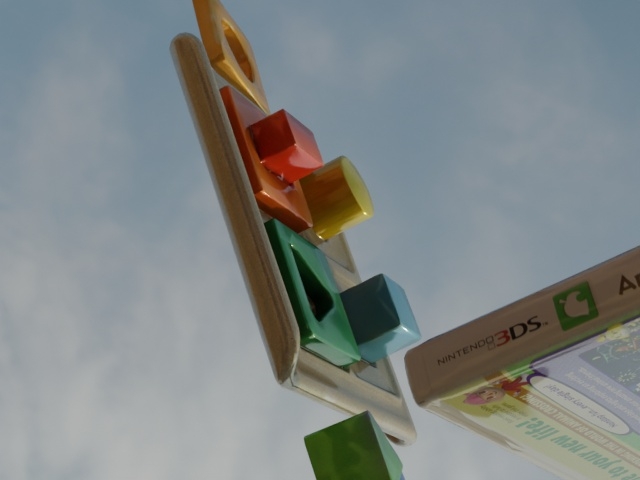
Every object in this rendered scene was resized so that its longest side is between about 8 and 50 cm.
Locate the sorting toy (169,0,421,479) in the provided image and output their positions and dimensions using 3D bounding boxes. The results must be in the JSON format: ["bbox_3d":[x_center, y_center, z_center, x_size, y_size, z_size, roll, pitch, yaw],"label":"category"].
[{"bbox_3d":[0.000,0.000,0.702,0.047,0.196,0.347,-25,-115,11],"label":"sorting toy"}]

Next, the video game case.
[{"bbox_3d":[0.162,0.039,0.481,0.193,0.212,0.023,-26,-123,24],"label":"video game case"}]
